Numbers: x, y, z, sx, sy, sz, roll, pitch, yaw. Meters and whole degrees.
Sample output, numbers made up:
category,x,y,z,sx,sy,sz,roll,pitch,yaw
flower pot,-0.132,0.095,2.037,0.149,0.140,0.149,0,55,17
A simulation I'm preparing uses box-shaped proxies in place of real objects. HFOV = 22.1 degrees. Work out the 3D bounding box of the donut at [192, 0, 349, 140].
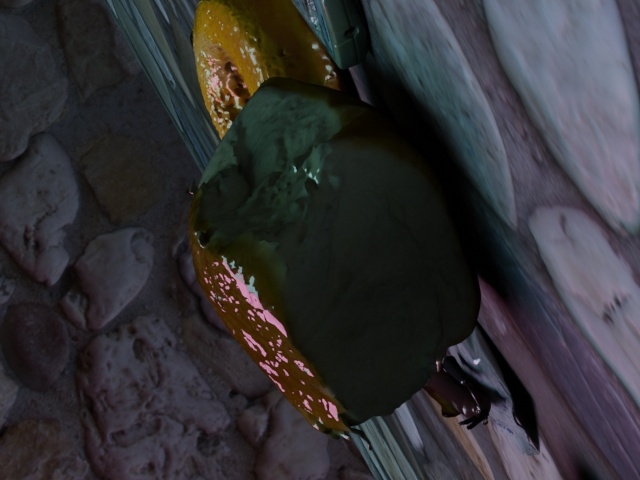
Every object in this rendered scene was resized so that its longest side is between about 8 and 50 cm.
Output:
category,x,y,z,sx,sy,sz,roll,pitch,yaw
donut,-0.044,-0.164,1.672,0.253,0.118,0.253,52,153,39

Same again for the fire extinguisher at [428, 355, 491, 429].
category,x,y,z,sx,sy,sz,roll,pitch,yaw
fire extinguisher,0.135,0.141,1.585,0.173,0.035,0.049,-145,66,-75

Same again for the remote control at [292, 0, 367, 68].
category,x,y,z,sx,sy,sz,roll,pitch,yaw
remote control,-0.026,-0.255,1.453,0.233,0.038,0.098,57,172,35

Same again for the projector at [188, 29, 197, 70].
category,x,y,z,sx,sy,sz,roll,pitch,yaw
projector,-0.107,-0.220,1.988,0.083,0.083,0.082,60,172,20

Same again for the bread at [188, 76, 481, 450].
category,x,y,z,sx,sy,sz,roll,pitch,yaw
bread,0.000,0.000,1.432,0.279,0.225,0.250,34,158,58

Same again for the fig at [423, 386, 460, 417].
category,x,y,z,sx,sy,sz,roll,pitch,yaw
fig,0.054,0.131,1.770,0.190,0.191,0.290,53,167,55

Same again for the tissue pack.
category,x,y,z,sx,sy,sz,roll,pitch,yaw
tissue pack,0.152,0.119,1.604,0.193,0.026,0.122,58,172,34
